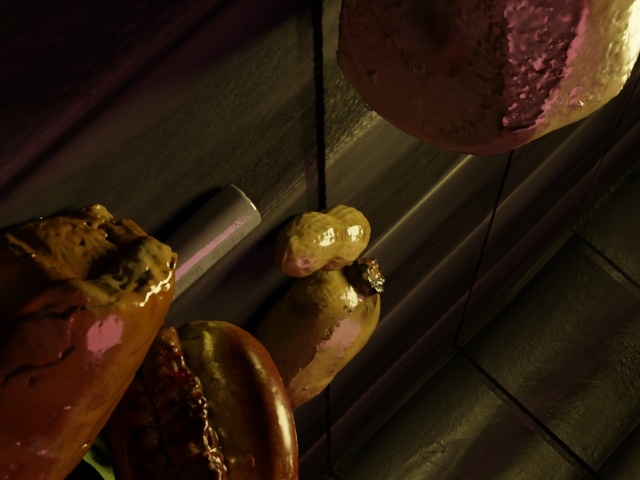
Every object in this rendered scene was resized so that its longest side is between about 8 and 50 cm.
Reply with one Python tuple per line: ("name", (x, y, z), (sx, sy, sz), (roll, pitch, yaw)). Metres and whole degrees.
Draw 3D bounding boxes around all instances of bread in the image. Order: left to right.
("bread", (-0.261, 0.128, 1.169), (0.195, 0.149, 0.344), (-23, 152, -54))

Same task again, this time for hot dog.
("hot dog", (-0.129, 0.239, 1.370), (0.185, 0.405, 0.223), (-10, 142, -18))

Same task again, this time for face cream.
("face cream", (-0.154, 0.023, 1.372), (0.198, 0.057, 0.084), (-42, 172, -14))

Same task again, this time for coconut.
("coconut", (0.170, -0.238, 1.180), (0.254, 0.297, 0.297), (-37, 161, -34))

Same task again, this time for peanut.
("peanut", (0.000, 0.002, 1.683), (0.193, 0.089, 0.089), (-13, 143, -57))

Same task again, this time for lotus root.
("lotus root", (-0.007, 0.129, 1.871), (0.284, 0.146, 0.160), (-47, -174, 26))

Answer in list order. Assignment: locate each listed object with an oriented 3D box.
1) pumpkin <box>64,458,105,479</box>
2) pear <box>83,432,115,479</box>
("pumpkin", (-0.335, 0.364, 1.379), (0.300, 0.207, 0.300), (-59, 165, -26))
("pear", (-0.230, 0.389, 1.658), (0.286, 0.282, 0.176), (-19, 140, -58))
